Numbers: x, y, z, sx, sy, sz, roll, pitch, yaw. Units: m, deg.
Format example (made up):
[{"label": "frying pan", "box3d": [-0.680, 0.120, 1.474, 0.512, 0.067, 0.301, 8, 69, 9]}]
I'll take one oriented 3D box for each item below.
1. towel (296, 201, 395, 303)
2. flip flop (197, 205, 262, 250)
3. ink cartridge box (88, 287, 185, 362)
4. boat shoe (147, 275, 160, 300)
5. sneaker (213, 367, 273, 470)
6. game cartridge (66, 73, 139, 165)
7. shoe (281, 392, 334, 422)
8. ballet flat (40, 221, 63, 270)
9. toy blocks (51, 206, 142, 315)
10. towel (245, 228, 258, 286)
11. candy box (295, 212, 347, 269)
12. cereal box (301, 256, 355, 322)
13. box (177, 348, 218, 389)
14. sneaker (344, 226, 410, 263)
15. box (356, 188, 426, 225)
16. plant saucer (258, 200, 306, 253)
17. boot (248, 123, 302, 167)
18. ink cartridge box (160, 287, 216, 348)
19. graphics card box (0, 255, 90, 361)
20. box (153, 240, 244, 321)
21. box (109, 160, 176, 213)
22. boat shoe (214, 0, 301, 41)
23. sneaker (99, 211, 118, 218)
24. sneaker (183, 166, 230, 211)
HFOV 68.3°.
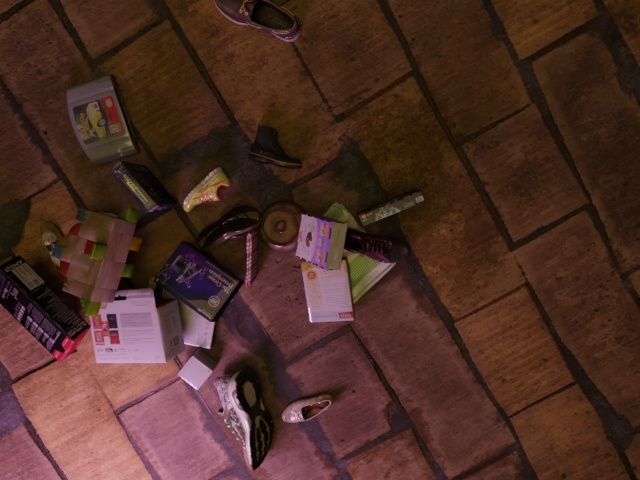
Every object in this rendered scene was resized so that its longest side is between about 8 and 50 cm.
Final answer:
[{"label": "towel", "box3d": [0.091, 0.050, 1.769, 0.325, 0.038, 0.248, 45, 97, -4]}, {"label": "flip flop", "box3d": [-0.330, -0.038, 1.746, 0.277, 0.080, 0.112, -29, 57, 17]}, {"label": "ink cartridge box", "box3d": [-0.679, 0.299, 1.731, 0.309, 0.130, 0.272, -4, 97, 18]}, {"label": "boat shoe", "box3d": [-0.645, 0.198, 1.801, 0.045, 0.050, 0.136, 23, 98, 14]}, {"label": "sneaker", "box3d": [-0.308, 0.686, 1.830, 0.181, 0.158, 0.411, -5, 100, 33]}, {"label": "game cartridge", "box3d": [-0.803, -0.435, 1.723, 0.195, 0.060, 0.295, -17, 96, 7]}, {"label": "shoe", "box3d": [-0.052, 0.653, 1.833, 0.218, 0.058, 0.077, -24, 96, 4]}, {"label": "ballet flat", "box3d": [-0.999, 0.024, 1.773, 0.073, 0.067, 0.206, -27, 95, 4]}, {"label": "toy blocks", "box3d": [-0.810, 0.042, 1.645, 0.260, 0.190, 0.382, 14, 87, 24]}, {"label": "towel", "box3d": [-0.254, 0.061, 1.723, 0.029, 0.144, 0.197, 3, 96, 0]}, {"label": "candy box", "box3d": [0.000, 0.000, 1.655, 0.070, 0.196, 0.165, 3, 100, -35]}, {"label": "cereal box", "box3d": [0.030, 0.185, 1.755, 0.172, 0.047, 0.240, -4, 105, 13]}, {"label": "box", "box3d": [-0.469, 0.493, 1.808, 0.102, 0.087, 0.101, 39, 96, -4]}, {"label": "sneaker", "box3d": [0.185, 0.028, 1.662, 0.281, 0.162, 0.107, 11, 97, 2]}, {"label": "box", "box3d": [0.246, -0.120, 1.683, 0.233, 0.159, 0.044, -22, 96, 3]}, {"label": "plant saucer", "box3d": [-0.140, -0.050, 1.747, 0.198, 0.036, 0.199, 0, 91, 9]}, {"label": "boot", "box3d": [-0.152, -0.340, 1.712, 0.197, 0.077, 0.137, 13, 92, -1]}, {"label": "ink cartridge box", "box3d": [-0.506, 0.285, 1.805, 0.223, 0.045, 0.224, 12, 96, 1]}, {"label": "graphics card box", "box3d": [-1.034, 0.257, 1.737, 0.371, 0.094, 0.232, 46, 132, -4]}, {"label": "box", "box3d": [-0.443, 0.151, 1.728, 0.261, 0.103, 0.184, 34, 86, 4]}, {"label": "box", "box3d": [-0.615, -0.184, 1.657, 0.059, 0.233, 0.183, -38, 95, 2]}, {"label": "boat shoe", "box3d": [-0.223, -0.798, 1.642, 0.324, 0.097, 0.117, 25, 97, -2]}, {"label": "sneaker", "box3d": [-0.796, 0.003, 1.767, 0.094, 0.080, 0.212, 7, 96, -11]}, {"label": "sneaker", "box3d": [-0.416, -0.170, 1.732, 0.208, 0.081, 0.094, -43, 96, 5]}]
